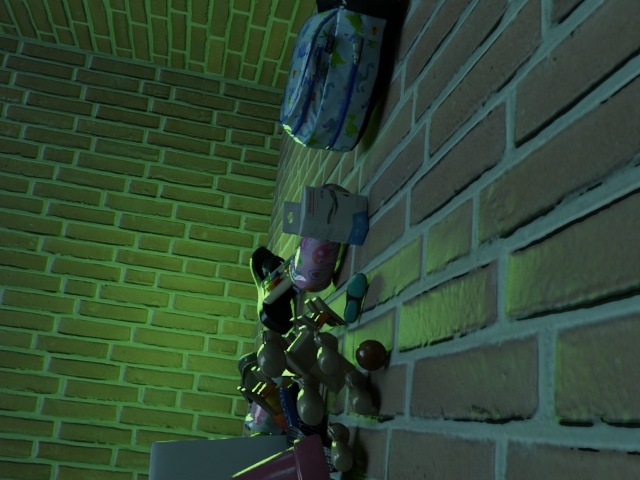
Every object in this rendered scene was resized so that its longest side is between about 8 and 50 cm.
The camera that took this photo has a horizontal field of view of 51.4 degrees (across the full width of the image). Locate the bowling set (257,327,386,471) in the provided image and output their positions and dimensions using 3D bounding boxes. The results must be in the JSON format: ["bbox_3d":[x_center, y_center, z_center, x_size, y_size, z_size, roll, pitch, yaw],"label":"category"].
[{"bbox_3d":[0.035,0.246,1.198,0.287,0.200,0.154,58,-177,-10],"label":"bowling set"}]

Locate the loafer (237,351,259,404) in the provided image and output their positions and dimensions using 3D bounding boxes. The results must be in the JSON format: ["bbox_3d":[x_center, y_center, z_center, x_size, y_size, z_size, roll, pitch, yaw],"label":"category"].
[{"bbox_3d":[-0.224,0.471,2.259,0.251,0.094,0.087,94,152,-45],"label":"loafer"}]

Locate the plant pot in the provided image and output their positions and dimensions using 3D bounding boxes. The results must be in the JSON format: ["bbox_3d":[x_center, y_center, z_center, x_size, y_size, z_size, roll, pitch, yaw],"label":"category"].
[{"bbox_3d":[-0.064,0.475,1.217,0.201,0.180,0.201,168,90,-84],"label":"plant pot"}]

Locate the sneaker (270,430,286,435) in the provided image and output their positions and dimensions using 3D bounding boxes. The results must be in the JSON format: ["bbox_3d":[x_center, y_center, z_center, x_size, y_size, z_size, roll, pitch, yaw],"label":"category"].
[{"bbox_3d":[-0.156,0.665,1.993,0.122,0.110,0.283,-69,-2,-68],"label":"sneaker"}]

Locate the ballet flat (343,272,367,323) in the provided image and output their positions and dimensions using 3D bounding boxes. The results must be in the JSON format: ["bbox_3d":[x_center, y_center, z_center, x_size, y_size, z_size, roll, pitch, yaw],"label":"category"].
[{"bbox_3d":[0.071,0.114,1.371,0.041,0.041,0.114,-106,27,-68],"label":"ballet flat"}]

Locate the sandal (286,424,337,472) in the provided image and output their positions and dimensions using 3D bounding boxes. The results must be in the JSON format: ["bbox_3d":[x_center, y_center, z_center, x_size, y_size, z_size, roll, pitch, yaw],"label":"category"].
[{"bbox_3d":[-0.013,0.447,1.424,0.179,0.040,0.067,12,96,49],"label":"sandal"}]

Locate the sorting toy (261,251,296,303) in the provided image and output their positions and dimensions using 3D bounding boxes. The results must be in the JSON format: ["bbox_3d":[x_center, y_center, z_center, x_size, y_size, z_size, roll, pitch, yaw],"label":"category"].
[{"bbox_3d":[-0.121,0.112,2.192,0.193,0.038,0.208,-41,15,1],"label":"sorting toy"}]

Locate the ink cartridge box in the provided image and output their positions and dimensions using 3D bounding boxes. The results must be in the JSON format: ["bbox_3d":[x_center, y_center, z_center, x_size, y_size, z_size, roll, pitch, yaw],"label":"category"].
[{"bbox_3d":[0.010,-0.057,1.458,0.060,0.180,0.104,109,166,-46],"label":"ink cartridge box"}]

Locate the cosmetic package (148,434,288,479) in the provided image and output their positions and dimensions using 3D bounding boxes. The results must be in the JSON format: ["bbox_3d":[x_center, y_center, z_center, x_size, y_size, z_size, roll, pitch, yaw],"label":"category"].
[{"bbox_3d":[-0.226,0.705,1.508,0.329,0.327,0.394,-106,19,-58],"label":"cosmetic package"}]

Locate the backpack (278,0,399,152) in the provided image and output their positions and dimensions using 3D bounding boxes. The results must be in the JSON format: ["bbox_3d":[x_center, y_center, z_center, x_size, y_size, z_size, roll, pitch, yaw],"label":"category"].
[{"bbox_3d":[0.035,-0.383,1.534,0.290,0.273,0.356,-127,34,-68],"label":"backpack"}]

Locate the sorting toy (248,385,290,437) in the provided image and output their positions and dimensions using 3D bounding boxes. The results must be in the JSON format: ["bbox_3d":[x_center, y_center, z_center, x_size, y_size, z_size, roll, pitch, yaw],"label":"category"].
[{"bbox_3d":[-0.175,0.521,1.722,0.127,0.126,0.365,21,73,43],"label":"sorting toy"}]

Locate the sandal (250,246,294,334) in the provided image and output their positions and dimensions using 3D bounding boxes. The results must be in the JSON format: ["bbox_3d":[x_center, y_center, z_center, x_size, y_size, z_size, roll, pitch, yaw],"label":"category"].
[{"bbox_3d":[-0.148,0.156,2.383,0.107,0.167,0.446,-49,30,22],"label":"sandal"}]

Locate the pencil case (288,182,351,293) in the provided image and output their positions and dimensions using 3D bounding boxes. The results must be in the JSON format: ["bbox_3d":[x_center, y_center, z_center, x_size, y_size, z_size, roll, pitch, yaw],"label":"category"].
[{"bbox_3d":[0.000,0.000,1.642,0.124,0.124,0.284,-92,15,-49],"label":"pencil case"}]

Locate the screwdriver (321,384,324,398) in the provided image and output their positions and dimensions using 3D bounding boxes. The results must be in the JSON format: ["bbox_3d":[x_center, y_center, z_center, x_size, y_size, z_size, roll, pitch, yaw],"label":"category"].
[{"bbox_3d":[0.010,0.333,1.594,0.025,0.024,0.170,-20,-64,-67],"label":"screwdriver"}]

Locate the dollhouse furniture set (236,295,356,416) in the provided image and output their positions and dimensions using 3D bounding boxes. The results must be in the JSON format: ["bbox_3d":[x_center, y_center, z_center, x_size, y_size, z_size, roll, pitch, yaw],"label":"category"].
[{"bbox_3d":[-0.034,0.263,1.440,0.262,0.135,0.259,-51,6,-18],"label":"dollhouse furniture set"}]

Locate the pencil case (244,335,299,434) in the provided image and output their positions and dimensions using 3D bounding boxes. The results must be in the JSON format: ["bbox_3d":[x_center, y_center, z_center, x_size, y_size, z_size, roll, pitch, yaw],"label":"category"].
[{"bbox_3d":[-0.126,0.414,1.898,0.124,0.113,0.273,10,81,63],"label":"pencil case"}]

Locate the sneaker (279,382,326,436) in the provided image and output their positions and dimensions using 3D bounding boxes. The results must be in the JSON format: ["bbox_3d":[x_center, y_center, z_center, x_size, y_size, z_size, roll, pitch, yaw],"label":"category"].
[{"bbox_3d":[-0.024,0.440,1.529,0.081,0.090,0.232,129,128,-69],"label":"sneaker"}]
